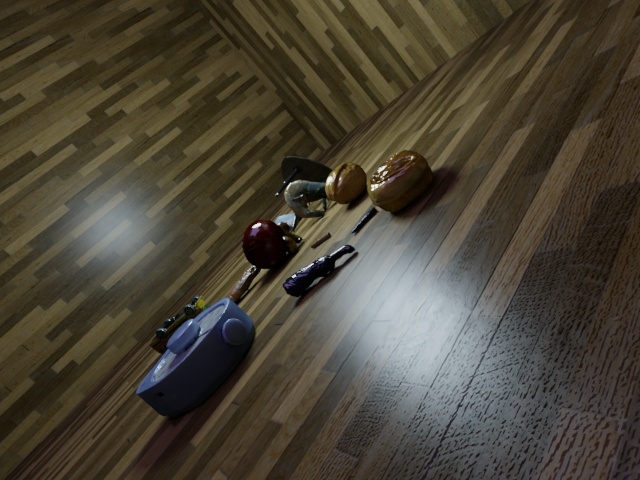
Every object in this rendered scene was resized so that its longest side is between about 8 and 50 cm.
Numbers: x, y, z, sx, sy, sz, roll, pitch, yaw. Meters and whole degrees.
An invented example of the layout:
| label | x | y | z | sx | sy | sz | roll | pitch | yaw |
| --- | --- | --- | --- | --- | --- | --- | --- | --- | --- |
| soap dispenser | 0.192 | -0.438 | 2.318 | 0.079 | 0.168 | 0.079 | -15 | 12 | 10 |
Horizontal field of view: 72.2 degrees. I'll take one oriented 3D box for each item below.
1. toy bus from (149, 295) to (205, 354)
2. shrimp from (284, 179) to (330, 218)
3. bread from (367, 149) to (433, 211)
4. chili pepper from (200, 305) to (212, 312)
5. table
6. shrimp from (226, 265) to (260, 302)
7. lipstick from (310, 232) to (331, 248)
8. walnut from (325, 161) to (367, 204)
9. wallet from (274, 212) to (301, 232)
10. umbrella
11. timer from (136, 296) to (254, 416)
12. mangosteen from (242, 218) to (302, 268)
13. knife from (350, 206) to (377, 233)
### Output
| label | x | y | z | sx | sy | sz | roll | pitch | yaw |
| --- | --- | --- | --- | --- | --- | --- | --- | --- | --- |
| toy bus | -0.680 | 0.412 | 2.128 | 0.335 | 0.123 | 0.121 | -39 | 12 | 15 |
| shrimp | -0.024 | -0.187 | 2.016 | 0.075 | 0.289 | 0.178 | 121 | 154 | -85 |
| bread | 0.231 | -0.178 | 1.306 | 0.198 | 0.120 | 0.236 | -39 | 13 | 13 |
| chili pepper | -0.440 | 0.302 | 1.860 | 0.226 | 0.088 | 0.059 | -20 | 61 | 60 |
| table | -0.100 | -0.233 | 2.179 | 0.317 | 0.317 | 0.249 | -31 | 32 | 41 |
| shrimp | -0.348 | 0.207 | 1.938 | 0.249 | 0.068 | 0.150 | -49 | 8 | -3 |
| lipstick | 0.000 | 0.000 | 1.648 | 0.094 | 0.019 | 0.019 | -36 | 15 | 30 |
| walnut | 0.104 | -0.232 | 1.786 | 0.159 | 0.159 | 0.207 | -28 | 15 | 48 |
| wallet | -0.197 | -0.062 | 2.321 | 0.170 | 0.069 | 0.231 | -14 | 30 | 29 |
| umbrella | -0.003 | 0.085 | 1.311 | 0.248 | 0.071 | 0.071 | -37 | 14 | 10 |
| timer | -0.372 | 0.333 | 1.363 | 0.395 | 0.173 | 0.395 | -40 | 12 | 11 |
| mangosteen | -0.205 | 0.012 | 1.874 | 0.257 | 0.215 | 0.215 | -6 | 19 | 4 |
| knife | 0.141 | -0.063 | 1.436 | 0.121 | 0.018 | 0.031 | -48 | 12 | -15 |
